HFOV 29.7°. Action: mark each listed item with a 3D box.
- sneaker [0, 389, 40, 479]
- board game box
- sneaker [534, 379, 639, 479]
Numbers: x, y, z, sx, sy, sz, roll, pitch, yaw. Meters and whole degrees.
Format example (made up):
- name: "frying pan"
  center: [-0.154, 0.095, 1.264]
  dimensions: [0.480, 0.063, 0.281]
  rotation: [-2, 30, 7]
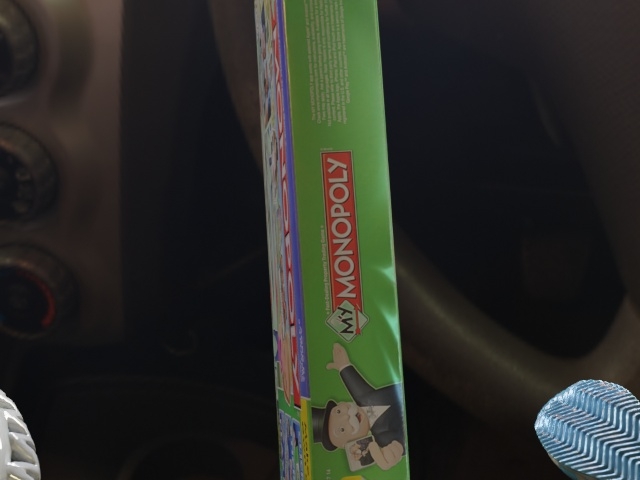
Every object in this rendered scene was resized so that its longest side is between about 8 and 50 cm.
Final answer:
- name: "sneaker"
  center: [-0.193, 0.125, 0.522]
  dimensions: [0.110, 0.118, 0.292]
  rotation: [-31, 32, 2]
- name: "board game box"
  center: [0.000, 0.000, 0.624]
  dimensions: [0.046, 0.317, 0.213]
  rotation: [-3, -5, -5]
- name: "sneaker"
  center: [0.257, 0.188, 0.944]
  dimensions: [0.087, 0.092, 0.229]
  rotation: [-40, 35, -12]
